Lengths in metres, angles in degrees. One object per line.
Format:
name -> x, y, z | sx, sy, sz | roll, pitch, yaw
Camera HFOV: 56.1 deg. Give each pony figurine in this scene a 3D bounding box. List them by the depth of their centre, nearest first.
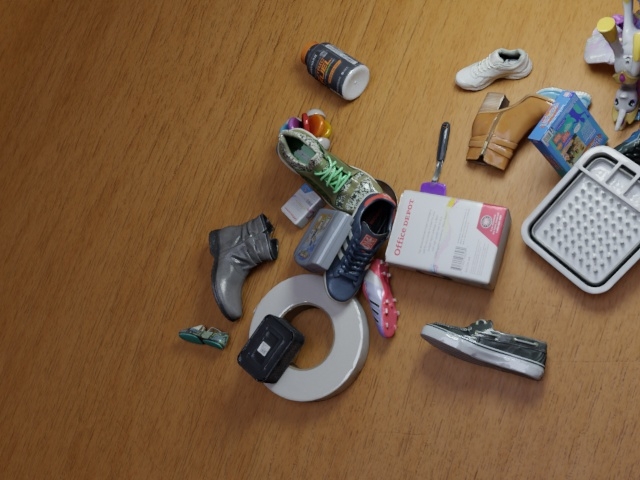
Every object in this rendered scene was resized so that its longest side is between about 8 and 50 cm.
pony figurine -> 0.835, -0.521, 1.602 | 0.302, 0.363, 0.351 | 13, 64, 34

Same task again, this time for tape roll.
tape roll -> -0.040, 0.298, 1.851 | 0.391, 0.072, 0.392 | -7, 71, 23

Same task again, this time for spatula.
spatula -> 0.364, -0.228, 1.858 | 0.084, 0.030, 0.297 | 7, 77, 26

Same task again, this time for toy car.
toy car -> -0.059, -0.367, 2.028 | 0.181, 0.136, 0.159 | -17, 68, 18

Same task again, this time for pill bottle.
pill bottle -> 0.041, -0.592, 2.058 | 0.245, 0.130, 0.130 | 41, 93, 29

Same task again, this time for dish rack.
dish rack -> 0.739, -0.052, 1.598 | 0.333, 0.072, 0.285 | -50, 62, 11

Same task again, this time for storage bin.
storage bin -> -0.149, 0.326, 1.804 | 0.122, 0.084, 0.180 | 35, 89, 28

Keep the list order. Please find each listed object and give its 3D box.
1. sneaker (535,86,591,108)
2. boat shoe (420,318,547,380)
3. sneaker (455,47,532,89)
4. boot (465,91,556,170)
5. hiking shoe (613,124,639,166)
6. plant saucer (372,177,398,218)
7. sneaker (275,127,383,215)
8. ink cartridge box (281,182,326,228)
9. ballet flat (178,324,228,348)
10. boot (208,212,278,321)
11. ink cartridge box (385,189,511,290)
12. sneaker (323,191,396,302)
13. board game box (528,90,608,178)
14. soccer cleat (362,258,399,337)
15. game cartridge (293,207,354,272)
sneaker -> 0.696, -0.399, 1.748 | 0.162, 0.063, 0.073 | 13, 83, 27
boat shoe -> 0.445, 0.274, 1.634 | 0.335, 0.121, 0.119 | 17, 74, 16
sneaker -> 0.521, -0.537, 1.836 | 0.232, 0.115, 0.091 | -14, 69, 20
boot -> 0.562, -0.311, 1.739 | 0.283, 0.109, 0.220 | 18, 88, 38
hiking shoe -> 0.915, -0.298, 1.614 | 0.304, 0.113, 0.132 | -32, 33, 19
plant saucer -> 0.155, -0.099, 1.908 | 0.198, 0.036, 0.199 | -7, 71, 22
sneaker -> 0.013, -0.210, 1.855 | 0.410, 0.182, 0.158 | 35, 95, 11
ink cartridge box -> -0.057, -0.114, 1.997 | 0.122, 0.052, 0.088 | -45, 62, 4
ballet flat -> -0.387, 0.317, 2.012 | 0.188, 0.070, 0.070 | 10, 78, 24
boot -> -0.244, 0.083, 1.989 | 0.222, 0.118, 0.339 | -16, 73, 13
ink cartridge box -> 0.369, -0.003, 1.729 | 0.306, 0.131, 0.226 | 13, 83, 27
sneaker -> 0.116, 0.018, 1.740 | 0.131, 0.148, 0.350 | 22, 86, -15
board game box -> 0.679, -0.279, 1.639 | 0.160, 0.210, 0.047 | -53, 32, 0
soccer cleat -> 0.171, 0.174, 1.799 | 0.095, 0.083, 0.248 | -20, 66, 34
game cartridge -> 0.000, 0.000, 1.827 | 0.062, 0.297, 0.198 | 35, 86, -14
